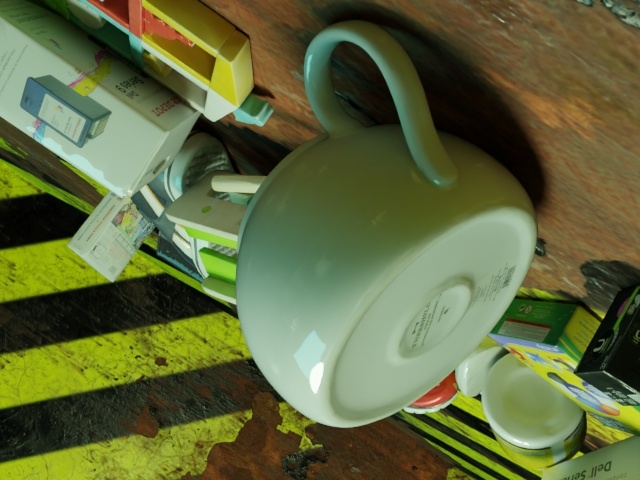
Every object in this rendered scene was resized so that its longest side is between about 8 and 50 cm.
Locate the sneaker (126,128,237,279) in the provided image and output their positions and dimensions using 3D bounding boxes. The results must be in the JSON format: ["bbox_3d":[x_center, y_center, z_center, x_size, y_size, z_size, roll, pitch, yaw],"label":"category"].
[{"bbox_3d":[-0.175,-0.056,1.161,0.127,0.126,0.321,24,155,20],"label":"sneaker"}]

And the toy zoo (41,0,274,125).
[{"bbox_3d":[-0.166,-0.202,0.792,0.293,0.030,0.192,34,168,-5],"label":"toy zoo"}]

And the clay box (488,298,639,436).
[{"bbox_3d":[0.292,0.143,0.888,0.222,0.053,0.127,38,168,-16],"label":"clay box"}]

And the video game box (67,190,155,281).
[{"bbox_3d":[-0.383,-0.027,1.646,0.048,0.187,0.205,35,168,11],"label":"video game box"}]

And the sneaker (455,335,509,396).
[{"bbox_3d":[0.188,0.146,1.104,0.094,0.080,0.212,46,180,22],"label":"sneaker"}]

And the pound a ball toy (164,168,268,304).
[{"bbox_3d":[-0.027,-0.025,0.928,0.319,0.136,0.208,14,136,43],"label":"pound a ball toy"}]

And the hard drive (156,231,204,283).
[{"bbox_3d":[-0.174,0.028,1.445,0.172,0.054,0.255,32,-171,5],"label":"hard drive"}]

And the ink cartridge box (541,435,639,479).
[{"bbox_3d":[0.393,0.335,0.987,0.353,0.119,0.207,32,140,-12],"label":"ink cartridge box"}]

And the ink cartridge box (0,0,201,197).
[{"bbox_3d":[-0.241,-0.153,0.883,0.212,0.093,0.154,36,-159,-5],"label":"ink cartridge box"}]

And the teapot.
[{"bbox_3d":[0.027,0.001,0.659,0.187,0.256,0.252,46,-170,31],"label":"teapot"}]

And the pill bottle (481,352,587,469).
[{"bbox_3d":[0.272,0.220,1.077,0.119,0.119,0.208,27,166,27],"label":"pill bottle"}]

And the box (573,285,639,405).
[{"bbox_3d":[0.253,0.084,0.686,0.052,0.083,0.062,32,167,0],"label":"box"}]

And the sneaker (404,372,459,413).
[{"bbox_3d":[0.107,0.200,1.469,0.279,0.107,0.118,25,158,30],"label":"sneaker"}]
